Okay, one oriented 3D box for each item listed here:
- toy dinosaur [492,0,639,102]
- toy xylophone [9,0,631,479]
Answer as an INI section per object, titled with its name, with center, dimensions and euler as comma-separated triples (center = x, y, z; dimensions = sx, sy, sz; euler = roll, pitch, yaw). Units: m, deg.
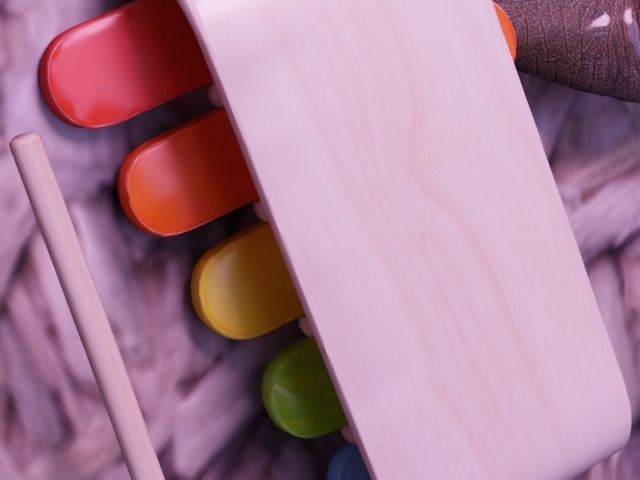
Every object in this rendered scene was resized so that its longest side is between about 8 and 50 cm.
[toy dinosaur]
center = 0.169, -0.135, 0.836
dimensions = 0.313, 0.121, 0.160
euler = -38, 98, -36
[toy xylophone]
center = 0.000, 0.000, 0.721
dimensions = 0.236, 0.081, 0.323
euler = -18, 103, -22
